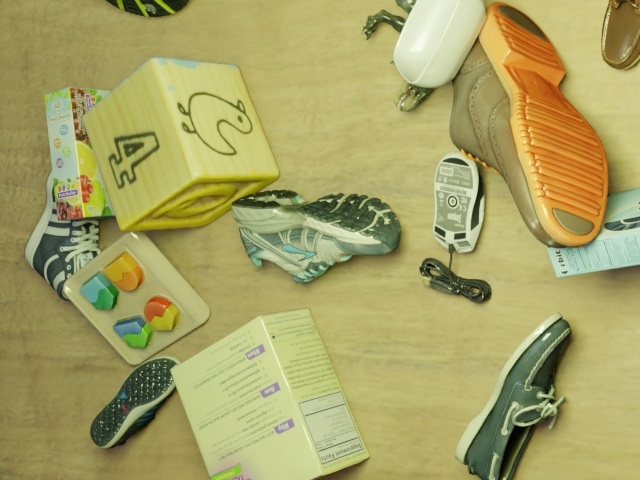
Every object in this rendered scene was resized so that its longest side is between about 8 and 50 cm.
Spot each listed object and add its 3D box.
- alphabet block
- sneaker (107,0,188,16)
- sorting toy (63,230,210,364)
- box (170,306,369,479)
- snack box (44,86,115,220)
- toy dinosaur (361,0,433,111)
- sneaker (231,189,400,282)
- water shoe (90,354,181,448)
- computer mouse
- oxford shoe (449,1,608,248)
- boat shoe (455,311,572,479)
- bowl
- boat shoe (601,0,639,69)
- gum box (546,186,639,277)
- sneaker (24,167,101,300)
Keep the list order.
[{"bbox_3d":[-0.213,-0.142,1.525,0.193,0.192,0.197,-31,75,37],"label":"alphabet block"},{"bbox_3d":[-0.226,-0.466,1.570,0.385,0.145,0.147,-9,57,41],"label":"sneaker"},{"bbox_3d":[-0.310,0.102,1.663,0.208,0.038,0.193,-34,102,33],"label":"sorting toy"},{"bbox_3d":[-0.079,0.255,1.494,0.213,0.117,0.243,-33,73,35],"label":"box"},{"bbox_3d":[-0.354,-0.139,1.644,0.070,0.174,0.207,-6,89,35],"label":"snack box"},{"bbox_3d":[0.118,-0.310,1.336,0.118,0.064,0.268,17,104,21],"label":"toy dinosaur"},{"bbox_3d":[0.000,0.000,1.442,0.283,0.110,0.122,10,117,40],"label":"sneaker"},{"bbox_3d":[-0.305,0.270,1.705,0.203,0.080,0.073,-42,70,5],"label":"water shoe"},{"bbox_3d":[0.185,-0.021,1.318,0.106,0.042,0.193,17,109,41],"label":"computer mouse"},{"bbox_3d":[0.231,-0.116,1.171,0.133,0.130,0.363,-48,33,38],"label":"oxford shoe"},{"bbox_3d":[0.252,0.204,1.246,0.079,0.095,0.254,41,118,30],"label":"boat shoe"},{"bbox_3d":[0.151,-0.258,1.238,0.142,0.053,0.142,-62,20,20],"label":"bowl"},{"bbox_3d":[0.359,-0.284,1.148,0.064,0.060,0.178,28,110,33],"label":"boat shoe"},{"bbox_3d":[0.363,-0.020,1.102,0.184,0.157,0.041,-12,106,37],"label":"gum box"},{"bbox_3d":[-0.417,-0.022,1.750,0.153,0.099,0.282,47,124,28],"label":"sneaker"}]
